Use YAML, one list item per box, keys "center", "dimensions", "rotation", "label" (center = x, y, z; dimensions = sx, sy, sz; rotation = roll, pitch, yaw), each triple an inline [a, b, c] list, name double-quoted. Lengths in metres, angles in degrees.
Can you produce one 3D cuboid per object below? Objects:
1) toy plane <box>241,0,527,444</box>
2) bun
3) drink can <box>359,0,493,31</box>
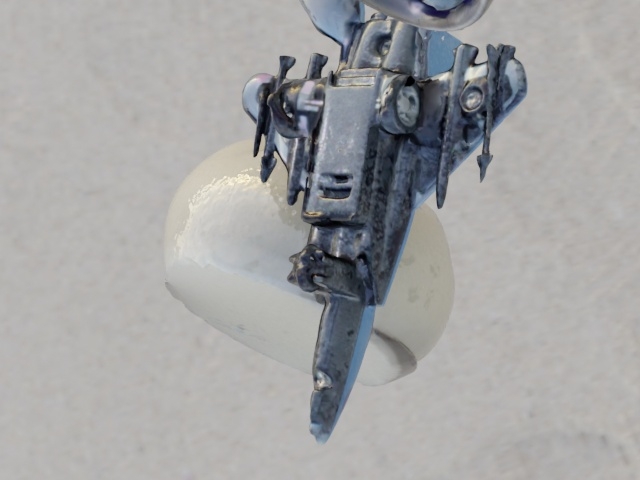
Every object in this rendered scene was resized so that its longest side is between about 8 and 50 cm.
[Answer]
- center: [0.016, -0.023, 0.941]
  dimensions: [0.169, 0.078, 0.246]
  rotation: [1, 66, 35]
  label: "toy plane"
- center: [0.000, 0.000, 1.091]
  dimensions: [0.173, 0.173, 0.120]
  rotation: [11, 70, 38]
  label: "bun"
- center: [0.077, -0.163, 0.452]
  dimensions: [0.097, 0.235, 0.097]
  rotation: [39, 164, 13]
  label: "drink can"
